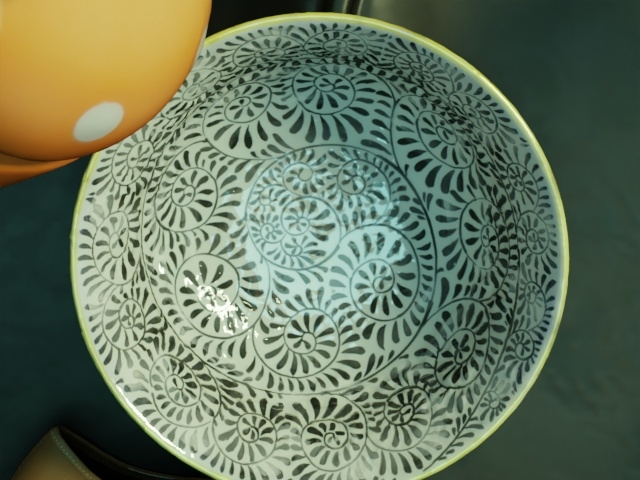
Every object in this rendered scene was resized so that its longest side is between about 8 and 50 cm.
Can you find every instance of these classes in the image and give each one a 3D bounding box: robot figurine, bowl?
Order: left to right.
[{"bbox_3d":[-0.124,-0.074,0.592,0.158,0.219,0.128,18,67,-42],"label":"robot figurine"},{"bbox_3d":[0.000,0.000,0.661,0.170,0.080,0.170,0,103,1],"label":"bowl"}]

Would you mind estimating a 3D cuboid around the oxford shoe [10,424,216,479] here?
[{"bbox_3d":[-0.022,0.134,0.699,0.212,0.076,0.076,24,91,-6],"label":"oxford shoe"}]
